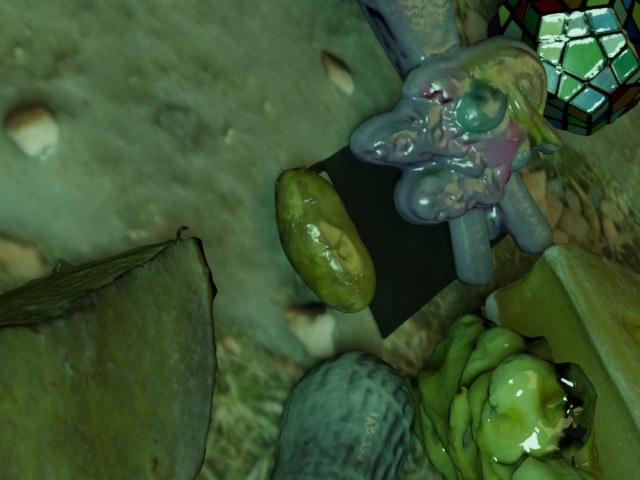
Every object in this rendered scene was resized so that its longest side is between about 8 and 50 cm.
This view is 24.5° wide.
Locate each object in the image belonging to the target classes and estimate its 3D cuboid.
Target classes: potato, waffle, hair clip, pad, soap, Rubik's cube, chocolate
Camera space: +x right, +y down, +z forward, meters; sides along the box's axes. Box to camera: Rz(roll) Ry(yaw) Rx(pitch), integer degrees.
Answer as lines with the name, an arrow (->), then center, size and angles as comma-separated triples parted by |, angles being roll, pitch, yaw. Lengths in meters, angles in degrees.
potato -> -0.124, 0.092, 0.587 | 0.243, 0.098, 0.138 | -27, 100, -60
waffle -> 0.123, 0.182, 0.782 | 0.317, 0.073, 0.297 | 149, -80, -85
potato -> 0.000, 0.000, 0.828 | 0.046, 0.045, 0.092 | -29, 95, -55
hair clip -> 0.066, -0.105, 0.921 | 0.137, 0.090, 0.278 | -27, 93, -20
pad -> 0.063, -0.024, 0.956 | 0.193, 0.004, 0.116 | -34, 103, -53
soap -> 0.218, 0.144, 0.924 | 0.173, 0.089, 0.274 | 21, 37, -48
Rubik's cube -> 0.187, -0.142, 1.076 | 0.133, 0.133, 0.112 | -66, 154, -43
chocolate -> 0.005, 0.125, 0.760 | 0.072, 0.072, 0.167 | 48, 45, -29
